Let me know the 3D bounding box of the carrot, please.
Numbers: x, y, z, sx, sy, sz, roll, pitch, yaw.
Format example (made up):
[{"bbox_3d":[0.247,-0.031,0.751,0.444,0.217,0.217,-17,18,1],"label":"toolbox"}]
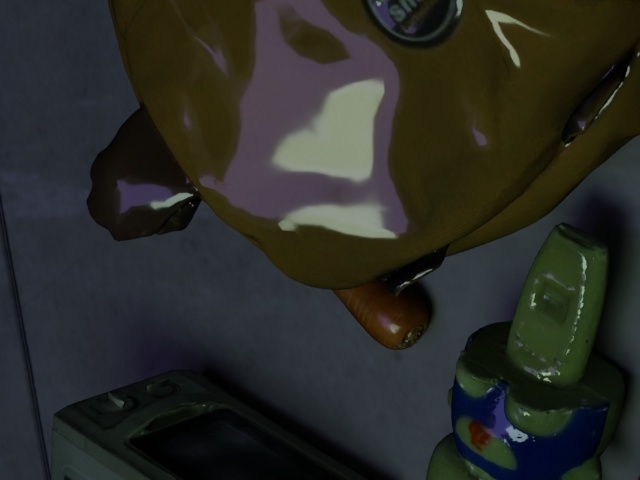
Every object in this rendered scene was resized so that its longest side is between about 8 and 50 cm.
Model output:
[{"bbox_3d":[0.000,0.000,1.139,0.190,0.037,0.037,45,132,34],"label":"carrot"}]

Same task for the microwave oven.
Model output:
[{"bbox_3d":[-0.064,0.194,1.197,0.205,0.129,0.163,28,124,40],"label":"microwave oven"}]

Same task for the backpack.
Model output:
[{"bbox_3d":[0.008,-0.166,0.950,0.378,0.201,0.353,55,131,16],"label":"backpack"}]

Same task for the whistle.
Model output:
[{"bbox_3d":[0.111,0.096,1.005,0.105,0.085,0.227,33,125,32],"label":"whistle"}]

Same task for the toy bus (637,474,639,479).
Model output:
[{"bbox_3d":[0.204,0.107,0.914,0.089,0.081,0.195,33,124,25],"label":"toy bus"}]
